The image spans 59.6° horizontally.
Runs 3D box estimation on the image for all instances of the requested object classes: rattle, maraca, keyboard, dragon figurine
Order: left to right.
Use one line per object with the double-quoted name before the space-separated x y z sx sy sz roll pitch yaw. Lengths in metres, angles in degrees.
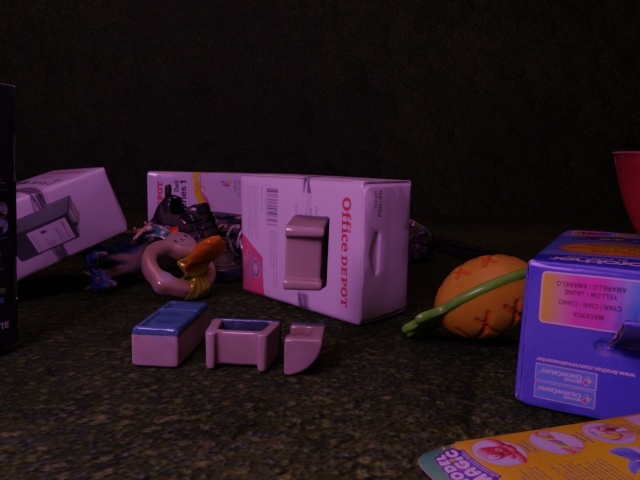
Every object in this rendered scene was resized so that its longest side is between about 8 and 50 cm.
"dragon figurine" -0.388 0.030 1.042 0.144 0.085 0.289 -2 10 -29
"rattle" -0.234 -0.009 0.934 0.130 0.143 0.200 -2 41 -16
"keyboard" 0.350 0.018 1.529 0.201 0.033 0.317 0 7 -14
"maraca" 0.191 0.080 0.707 0.185 0.099 0.127 -25 -25 8

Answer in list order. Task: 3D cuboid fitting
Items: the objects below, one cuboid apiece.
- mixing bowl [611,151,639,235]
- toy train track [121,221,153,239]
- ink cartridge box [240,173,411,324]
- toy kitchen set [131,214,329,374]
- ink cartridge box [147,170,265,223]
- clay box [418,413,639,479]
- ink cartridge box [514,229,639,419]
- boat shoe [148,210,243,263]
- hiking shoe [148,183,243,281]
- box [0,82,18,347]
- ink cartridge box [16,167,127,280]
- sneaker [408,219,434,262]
"mixing bowl" 0.385 -0.037 0.554 0.181 0.098 0.181 2 8 0
"toy train track" -0.330 -0.021 0.995 0.083 0.014 0.048 -6 36 38
"ink cartridge box" 0.000 0.000 0.899 0.117 0.207 0.283 -8 13 -44
"toy kitchen set" -0.095 0.050 0.644 0.207 0.166 0.122 3 8 4
"ink cartridge box" -0.277 -0.067 1.365 0.278 0.202 0.117 0 7 -10
"clay box" 0.179 0.158 0.324 0.221 0.053 0.127 -2 8 -18
"ink cartridge box" 0.365 0.085 0.578 0.269 0.151 0.395 6 10 28
"boat shoe" -0.180 -0.006 1.199 0.340 0.127 0.158 -3 2 -33
"hiking shoe" -0.232 -0.011 1.067 0.226 0.114 0.086 33 32 12
"box" -0.413 -0.013 0.499 0.073 0.294 0.295 4 8 18
"ink cartridge box" -0.506 -0.019 0.918 0.211 0.122 0.289 5 27 42
"sneaker" 0.123 -0.012 1.432 0.343 0.134 0.146 15 6 25
